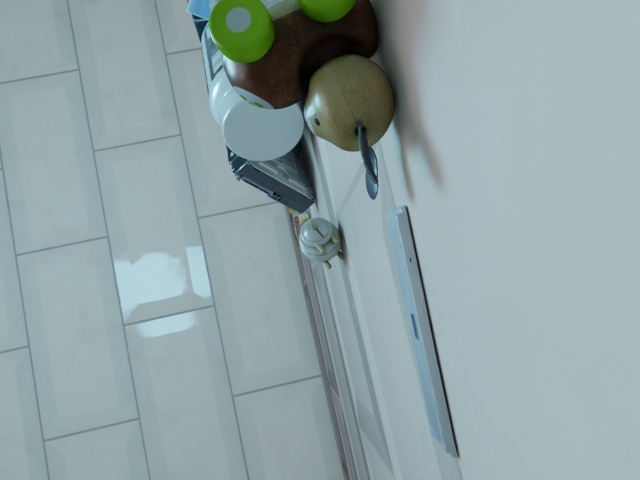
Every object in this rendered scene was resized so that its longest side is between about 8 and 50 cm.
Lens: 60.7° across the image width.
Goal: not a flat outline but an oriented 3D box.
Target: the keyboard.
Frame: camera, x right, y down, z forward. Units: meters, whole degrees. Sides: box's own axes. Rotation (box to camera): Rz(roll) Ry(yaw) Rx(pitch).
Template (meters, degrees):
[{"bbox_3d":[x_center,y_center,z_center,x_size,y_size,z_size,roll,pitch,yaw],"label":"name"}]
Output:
[{"bbox_3d":[0.104,0.091,0.573,0.072,0.014,0.256,-129,27,-89],"label":"keyboard"}]

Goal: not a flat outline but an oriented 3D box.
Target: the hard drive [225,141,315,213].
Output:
[{"bbox_3d":[-0.141,-0.247,1.403,0.237,0.064,0.339,27,-144,-41],"label":"hard drive"}]

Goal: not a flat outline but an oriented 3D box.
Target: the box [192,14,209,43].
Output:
[{"bbox_3d":[-0.257,-0.730,1.437,0.293,0.212,0.396,-175,72,-84],"label":"box"}]

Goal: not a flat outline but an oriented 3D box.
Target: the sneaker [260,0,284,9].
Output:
[{"bbox_3d":[-0.074,-0.415,0.936,0.235,0.090,0.095,101,166,-73],"label":"sneaker"}]

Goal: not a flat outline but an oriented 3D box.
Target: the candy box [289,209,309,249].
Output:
[{"bbox_3d":[-0.062,-0.042,1.764,0.187,0.053,0.109,-121,20,-78],"label":"candy box"}]

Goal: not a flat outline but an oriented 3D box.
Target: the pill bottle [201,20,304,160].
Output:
[{"bbox_3d":[-0.155,-0.357,1.234,0.204,0.204,0.361,84,172,-49],"label":"pill bottle"}]

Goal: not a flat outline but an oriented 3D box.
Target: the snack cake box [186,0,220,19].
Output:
[{"bbox_3d":[-0.201,-0.610,1.144,0.264,0.089,0.152,-61,29,30],"label":"snack cake box"}]

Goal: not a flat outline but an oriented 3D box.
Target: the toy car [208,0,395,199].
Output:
[{"bbox_3d":[0.006,-0.125,0.502,0.155,0.149,0.188,20,-135,-82],"label":"toy car"}]

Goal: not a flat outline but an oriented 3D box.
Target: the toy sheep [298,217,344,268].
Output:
[{"bbox_3d":[0.000,0.000,1.054,0.132,0.091,0.091,76,178,-55],"label":"toy sheep"}]
